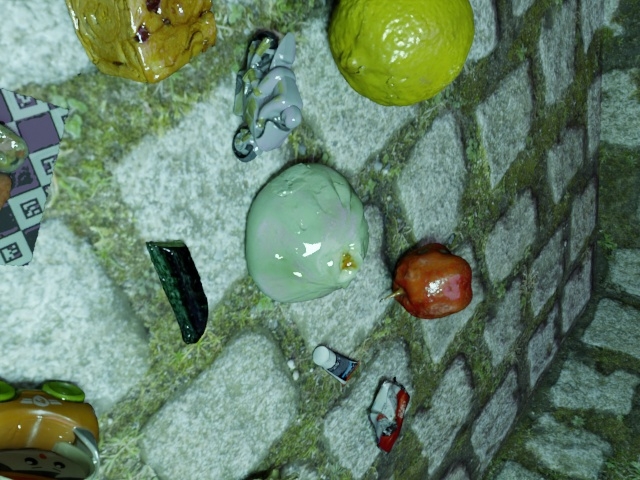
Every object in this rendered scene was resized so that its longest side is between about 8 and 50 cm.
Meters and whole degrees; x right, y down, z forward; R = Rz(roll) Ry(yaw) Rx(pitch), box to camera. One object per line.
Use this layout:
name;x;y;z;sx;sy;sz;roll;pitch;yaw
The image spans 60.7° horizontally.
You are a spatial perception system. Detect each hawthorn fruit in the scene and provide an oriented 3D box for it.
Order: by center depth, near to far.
hawthorn fruit;0.264;0.117;1.435;0.243;0.207;0.208;-17;120;-13

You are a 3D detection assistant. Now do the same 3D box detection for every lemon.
lemon;0.160;-0.400;1.049;0.322;0.268;0.268;-44;133;-34

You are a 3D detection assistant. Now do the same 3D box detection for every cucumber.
cucumber;-0.234;0.085;0.958;0.070;0.046;0.220;-41;132;-41

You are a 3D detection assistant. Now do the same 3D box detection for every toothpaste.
toothpaste;0.041;0.312;1.355;0.071;0.045;0.193;-55;144;-6

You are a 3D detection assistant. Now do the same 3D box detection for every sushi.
sushi;-0.431;-0.081;0.666;0.219;0.047;0.232;12;96;-50

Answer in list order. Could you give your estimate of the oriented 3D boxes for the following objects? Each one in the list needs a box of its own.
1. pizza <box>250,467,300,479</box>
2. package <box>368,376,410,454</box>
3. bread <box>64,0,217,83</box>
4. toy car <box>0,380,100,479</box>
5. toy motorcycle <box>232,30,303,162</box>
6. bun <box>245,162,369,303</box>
pizza;-0.135;0.623;1.237;0.223;0.089;0.324;-35;130;-27
package;0.197;0.503;1.589;0.194;0.071;0.269;-54;150;-16
bread;-0.234;-0.304;0.724;0.143;0.158;0.149;-42;131;-37
toy car;-0.388;0.293;0.727;0.235;0.235;0.145;23;87;-50
toy motorcycle;-0.084;-0.236;0.916;0.073;0.152;0.225;2;104;-48
bun;0.000;0.000;1.077;0.293;0.187;0.293;-17;114;-43
